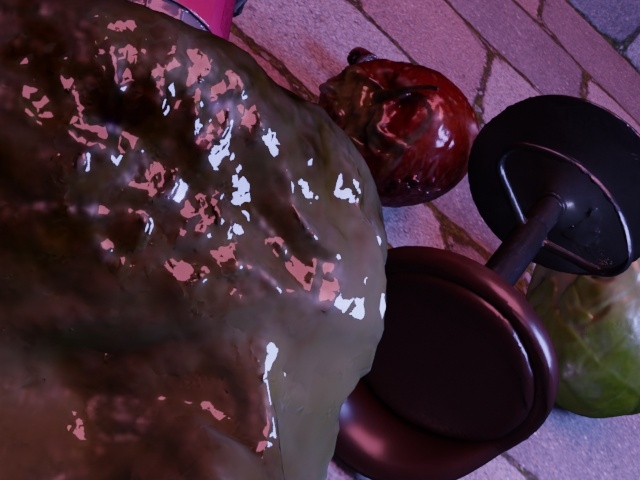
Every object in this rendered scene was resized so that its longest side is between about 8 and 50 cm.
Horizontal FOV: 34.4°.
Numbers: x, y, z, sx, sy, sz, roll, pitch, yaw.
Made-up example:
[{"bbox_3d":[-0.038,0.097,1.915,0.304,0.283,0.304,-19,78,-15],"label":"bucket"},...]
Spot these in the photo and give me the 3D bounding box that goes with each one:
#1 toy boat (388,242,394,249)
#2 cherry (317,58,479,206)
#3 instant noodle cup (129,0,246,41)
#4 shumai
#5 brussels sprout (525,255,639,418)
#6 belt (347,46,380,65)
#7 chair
[{"bbox_3d":[0.000,0.000,1.081,0.206,0.064,0.072,17,28,-40],"label":"toy boat"},{"bbox_3d":[0.102,-0.126,1.232,0.249,0.192,0.175,-2,92,-59],"label":"cherry"},{"bbox_3d":[-0.179,-0.221,0.953,0.258,0.302,0.182,78,10,-59],"label":"instant noodle cup"},{"bbox_3d":[-0.142,0.093,0.612,0.395,0.395,0.348,23,60,-35],"label":"shumai"},{"bbox_3d":[0.354,0.099,1.249,0.244,0.244,0.244,31,35,-25],"label":"brussels sprout"},{"bbox_3d":[0.121,-0.180,1.426,0.232,0.071,0.053,33,28,-29],"label":"belt"},{"bbox_3d":[0.165,0.043,0.991,0.226,0.226,0.401,47,47,-2],"label":"chair"}]
